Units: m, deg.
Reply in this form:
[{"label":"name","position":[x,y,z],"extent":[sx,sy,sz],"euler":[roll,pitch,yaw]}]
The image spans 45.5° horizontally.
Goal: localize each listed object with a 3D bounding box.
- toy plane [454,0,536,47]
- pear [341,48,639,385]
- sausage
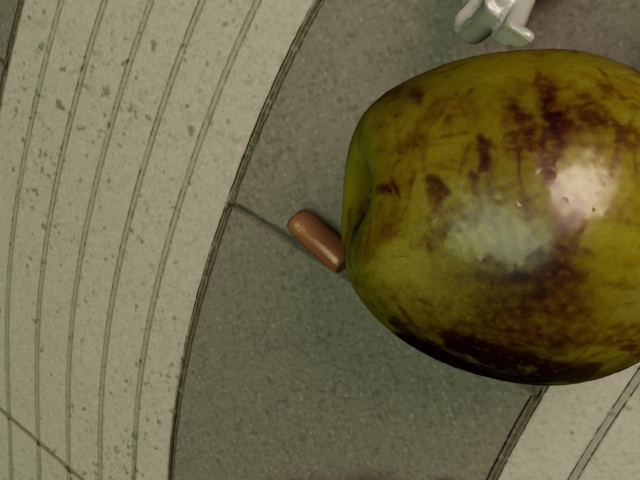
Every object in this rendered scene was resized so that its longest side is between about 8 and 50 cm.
[{"label":"toy plane","position":[0.184,-0.256,0.572],"extent":[0.118,0.252,0.252],"euler":[28,117,-13]},{"label":"pear","position":[0.151,-0.016,0.589],"extent":[0.284,0.283,0.283],"euler":[6,103,29]},{"label":"sausage","position":[0.000,0.000,0.820],"extent":[0.083,0.034,0.034],"euler":[43,117,17]}]
